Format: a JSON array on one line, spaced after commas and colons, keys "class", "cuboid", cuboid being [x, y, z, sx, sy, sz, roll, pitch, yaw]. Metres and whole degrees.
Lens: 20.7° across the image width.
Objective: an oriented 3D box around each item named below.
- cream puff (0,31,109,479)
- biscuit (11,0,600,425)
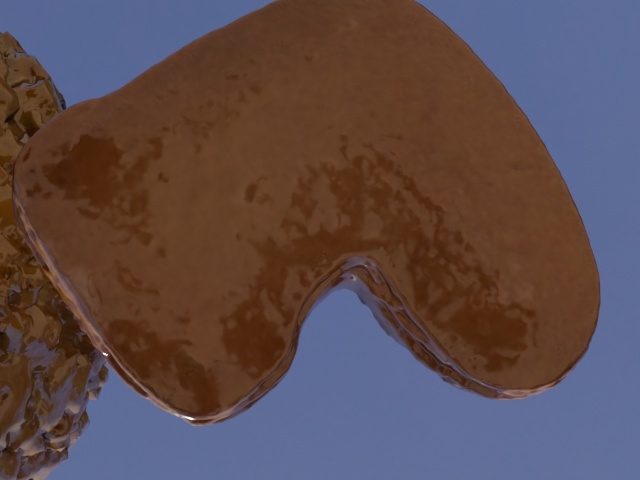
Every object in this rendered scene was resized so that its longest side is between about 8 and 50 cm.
[{"class": "cream puff", "cuboid": [-0.229, -0.009, 0.866, 0.231, 0.343, 0.327, -28, -132, -30]}, {"class": "biscuit", "cuboid": [0.000, 0.000, 0.665, 0.192, 0.036, 0.186, -30, -99, -14]}]
